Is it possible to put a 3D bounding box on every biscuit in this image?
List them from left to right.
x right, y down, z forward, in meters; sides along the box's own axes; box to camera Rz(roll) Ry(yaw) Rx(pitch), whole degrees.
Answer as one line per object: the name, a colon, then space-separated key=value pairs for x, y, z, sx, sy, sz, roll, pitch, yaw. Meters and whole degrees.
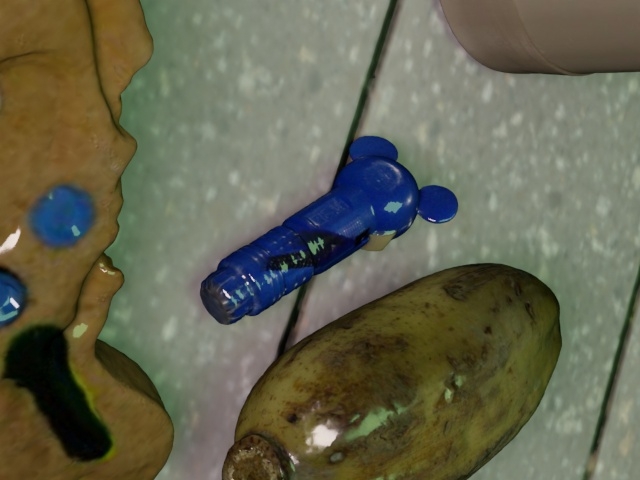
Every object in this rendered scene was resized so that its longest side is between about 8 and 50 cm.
biscuit: x=-0.129 y=-0.011 z=0.593 sx=0.183 sy=0.047 sz=0.319 roll=-28 pitch=133 yaw=-11

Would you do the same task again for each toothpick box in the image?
toothpick box: x=0.148 y=-0.127 z=0.822 sx=0.111 sy=0.181 sz=0.111 roll=-4 pitch=96 yaw=-46

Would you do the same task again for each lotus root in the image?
lotus root: x=0.030 y=0.066 z=0.781 sx=0.179 sy=0.080 sz=0.089 roll=-29 pitch=124 yaw=-35

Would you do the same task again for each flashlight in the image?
flashlight: x=0.000 y=0.000 z=0.784 sx=0.121 sy=0.057 sz=0.035 roll=-34 pitch=153 yaw=-32
